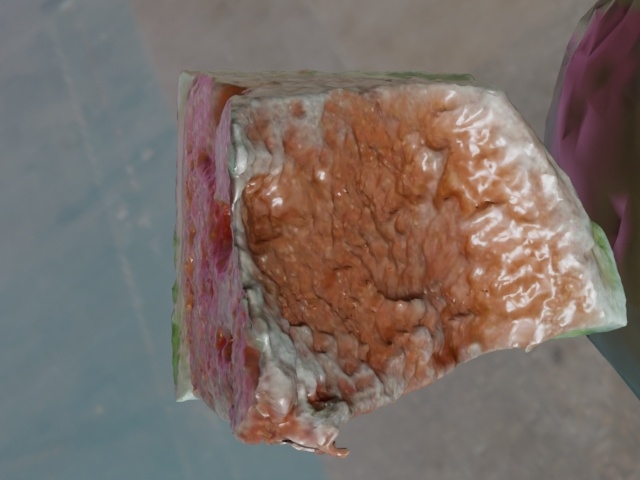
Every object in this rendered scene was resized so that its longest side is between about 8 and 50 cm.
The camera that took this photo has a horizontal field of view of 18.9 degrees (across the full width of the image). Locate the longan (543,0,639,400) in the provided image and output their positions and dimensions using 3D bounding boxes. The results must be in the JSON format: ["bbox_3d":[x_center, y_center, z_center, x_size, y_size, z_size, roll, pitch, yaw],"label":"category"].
[{"bbox_3d":[0.343,-0.038,1.093,0.436,0.404,0.404,12,50,10],"label":"longan"}]

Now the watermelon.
[{"bbox_3d":[-0.014,0.001,0.495,0.121,0.098,0.158,-9,7,36],"label":"watermelon"}]
